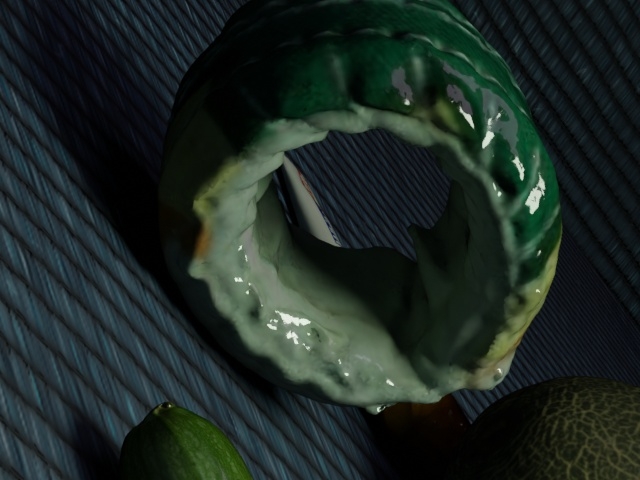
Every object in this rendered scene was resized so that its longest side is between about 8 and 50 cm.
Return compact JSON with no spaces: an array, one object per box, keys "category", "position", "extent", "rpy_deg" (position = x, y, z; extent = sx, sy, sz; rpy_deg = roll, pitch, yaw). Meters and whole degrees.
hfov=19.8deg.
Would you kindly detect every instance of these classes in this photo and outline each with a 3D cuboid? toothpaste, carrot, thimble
[{"category":"toothpaste","position":[0.000,0.000,1.538],"extent":[0.052,0.033,0.218],"rpy_deg":[52,10,-42]},{"category":"carrot","position":[0.128,0.212,1.483],"extent":[0.314,0.066,0.066],"rpy_deg":[56,14,-28]},{"category":"thimble","position":[0.030,-0.026,1.214],"extent":[0.288,0.254,0.167],"rpy_deg":[48,18,-27]}]

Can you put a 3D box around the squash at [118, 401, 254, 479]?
[{"category":"squash","position":[-0.045,0.180,0.909],"extent":[0.077,0.068,0.219],"rpy_deg":[67,0,-59]}]

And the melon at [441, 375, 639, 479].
[{"category":"melon","position":[0.226,0.241,1.361],"extent":[0.301,0.237,0.237],"rpy_deg":[46,17,-17]}]
